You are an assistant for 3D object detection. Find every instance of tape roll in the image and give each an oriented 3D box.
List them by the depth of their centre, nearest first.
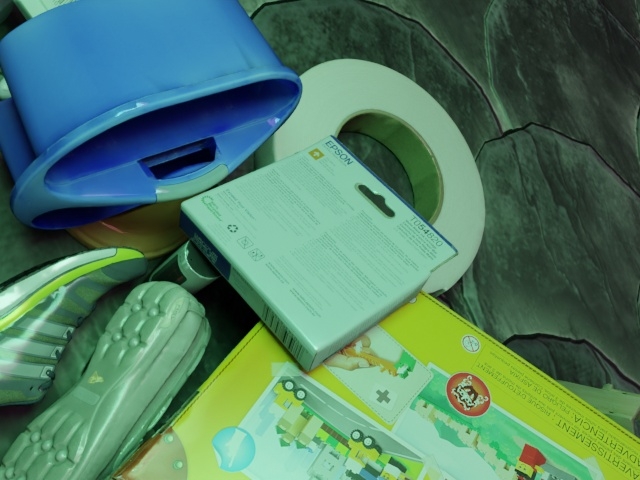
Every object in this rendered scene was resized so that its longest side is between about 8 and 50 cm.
[{"bbox_3d":[0.087,-0.091,1.019,0.392,0.072,0.391,13,64,-28],"label":"tape roll"}]

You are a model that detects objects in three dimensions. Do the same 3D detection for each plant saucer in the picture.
[{"bbox_3d":[-0.235,-0.074,0.829,0.200,0.037,0.199,13,65,-28],"label":"plant saucer"}]

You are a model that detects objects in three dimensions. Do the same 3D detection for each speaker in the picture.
[{"bbox_3d":[-0.154,0.036,0.774,0.055,0.136,0.055,12,66,-29],"label":"speaker"}]

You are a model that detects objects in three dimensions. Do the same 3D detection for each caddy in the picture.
[{"bbox_3d":[-0.177,-0.126,0.715,0.341,0.241,0.179,-27,82,-36],"label":"caddy"}]

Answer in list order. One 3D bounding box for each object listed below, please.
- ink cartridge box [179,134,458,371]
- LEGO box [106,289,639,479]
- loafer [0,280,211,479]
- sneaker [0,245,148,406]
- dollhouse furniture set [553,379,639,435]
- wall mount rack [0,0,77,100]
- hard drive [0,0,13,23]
[{"bbox_3d":[0.000,0.000,0.727,0.224,0.045,0.223,-29,64,-33],"label":"ink cartridge box"},{"bbox_3d":[0.097,0.286,0.694,0.500,0.193,0.372,35,54,11],"label":"LEGO box"},{"bbox_3d":[-0.219,0.192,0.688,0.319,0.112,0.111,-55,138,-21],"label":"loafer"},{"bbox_3d":[-0.303,0.101,0.689,0.300,0.111,0.121,-34,105,-34],"label":"sneaker"},{"bbox_3d":[0.373,0.439,1.003,0.303,0.174,0.355,-34,115,-37],"label":"dollhouse furniture set"},{"bbox_3d":[-0.319,-0.341,0.770,0.304,0.131,0.350,-62,146,-30],"label":"wall mount rack"},{"bbox_3d":[-0.534,-0.297,0.724,0.308,0.040,0.203,34,57,-16],"label":"hard drive"}]
